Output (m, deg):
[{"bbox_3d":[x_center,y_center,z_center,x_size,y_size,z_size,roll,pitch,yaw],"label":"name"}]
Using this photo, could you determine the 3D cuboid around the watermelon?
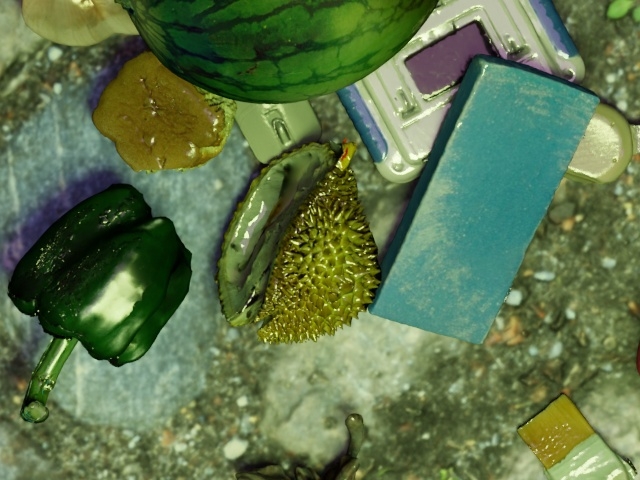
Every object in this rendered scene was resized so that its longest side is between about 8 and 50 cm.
[{"bbox_3d":[-0.040,-0.304,1.685,0.363,0.363,0.363,0,96,0],"label":"watermelon"}]

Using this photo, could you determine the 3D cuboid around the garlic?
[{"bbox_3d":[-0.233,-0.269,1.813,0.174,0.099,0.124,0,111,0],"label":"garlic"}]

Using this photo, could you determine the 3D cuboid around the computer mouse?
[{"bbox_3d":[-0.063,-0.158,1.842,0.089,0.056,0.181,-26,96,8],"label":"computer mouse"}]

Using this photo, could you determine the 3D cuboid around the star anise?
[{"bbox_3d":[0.001,0.301,1.872,0.209,0.089,0.231,43,101,-16],"label":"star anise"}]

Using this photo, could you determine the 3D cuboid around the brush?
[{"bbox_3d":[0.348,0.319,1.854,0.085,0.020,0.336,-38,75,2],"label":"brush"}]

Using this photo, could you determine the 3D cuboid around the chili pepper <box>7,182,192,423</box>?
[{"bbox_3d":[-0.254,0.069,1.806,0.165,0.174,0.261,42,86,4],"label":"chili pepper"}]

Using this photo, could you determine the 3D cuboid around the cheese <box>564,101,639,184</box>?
[{"bbox_3d":[0.316,-0.103,1.847,0.171,0.047,0.092,12,97,-1],"label":"cheese"}]

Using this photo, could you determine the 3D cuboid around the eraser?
[{"bbox_3d":[0.170,-0.042,1.805,0.144,0.042,0.312,16,112,-17],"label":"eraser"}]

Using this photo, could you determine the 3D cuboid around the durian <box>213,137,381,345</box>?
[{"bbox_3d":[0.000,0.000,1.803,0.138,0.193,0.237,20,121,-28],"label":"durian"}]

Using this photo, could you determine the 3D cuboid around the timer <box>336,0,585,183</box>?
[{"bbox_3d":[0.144,-0.188,1.825,0.253,0.078,0.178,-29,94,4],"label":"timer"}]

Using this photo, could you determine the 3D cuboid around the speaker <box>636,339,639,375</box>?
[{"bbox_3d":[0.473,0.135,1.762,0.294,0.294,0.294,0,96,0],"label":"speaker"}]

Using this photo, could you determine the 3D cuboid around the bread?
[{"bbox_3d":[-0.168,-0.134,1.817,0.140,0.069,0.128,41,113,9],"label":"bread"}]
